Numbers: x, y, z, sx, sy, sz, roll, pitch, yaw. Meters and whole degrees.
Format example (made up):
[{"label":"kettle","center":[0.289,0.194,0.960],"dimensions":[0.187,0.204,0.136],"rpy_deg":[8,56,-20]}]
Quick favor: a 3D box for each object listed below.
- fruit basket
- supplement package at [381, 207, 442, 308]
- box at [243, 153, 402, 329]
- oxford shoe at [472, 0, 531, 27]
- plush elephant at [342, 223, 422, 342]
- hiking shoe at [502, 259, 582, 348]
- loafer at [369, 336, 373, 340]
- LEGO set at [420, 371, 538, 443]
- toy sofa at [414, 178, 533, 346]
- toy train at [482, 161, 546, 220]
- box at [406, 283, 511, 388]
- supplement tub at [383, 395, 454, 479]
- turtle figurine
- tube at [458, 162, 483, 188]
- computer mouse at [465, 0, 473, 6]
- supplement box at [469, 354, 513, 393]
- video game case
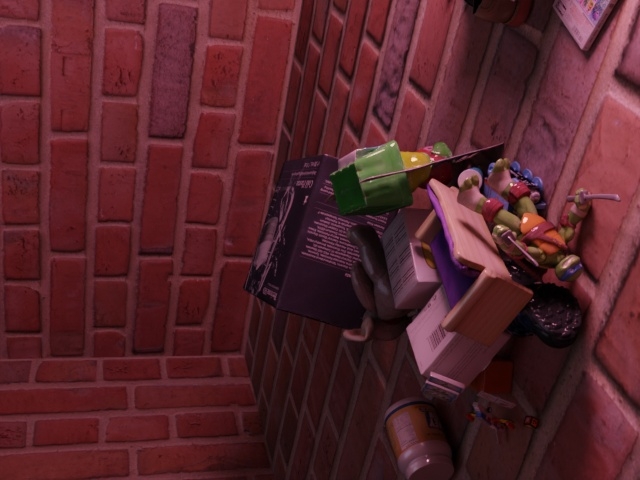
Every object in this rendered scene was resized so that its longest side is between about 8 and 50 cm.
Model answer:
[{"label":"fruit basket","center":[0.210,-0.174,1.804],"dimensions":[0.165,0.353,0.327],"rpy_deg":[68,163,-2]},{"label":"supplement package","center":[0.277,0.046,1.820],"dimensions":[0.149,0.194,0.203],"rpy_deg":[120,147,-55]},{"label":"box","center":[0.000,0.000,2.370],"dimensions":[0.480,0.298,0.471],"rpy_deg":[-171,97,-72]},{"label":"oxford shoe","center":[0.383,-0.647,1.655],"dimensions":[0.123,0.130,0.348],"rpy_deg":[135,134,-67]},{"label":"plush elephant","center":[0.185,0.153,1.974],"dimensions":[0.255,0.272,0.329],"rpy_deg":[125,140,-53]},{"label":"hiking shoe","center":[0.432,0.147,1.496],"dimensions":[0.304,0.113,0.132],"rpy_deg":[-105,14,-67]},{"label":"loafer","center":[0.118,0.230,2.471],"dimensions":[0.268,0.102,0.092],"rpy_deg":[-108,32,-45]},{"label":"LEGO set","center":[0.334,0.365,1.601],"dimensions":[0.182,0.244,0.060],"rpy_deg":[91,-159,-67]},{"label":"toy sofa","center":[0.283,0.034,1.542],"dimensions":[0.150,0.177,0.362],"rpy_deg":[-57,19,25]},{"label":"toy train","center":[0.414,-0.102,1.601],"dimensions":[0.184,0.080,0.105],"rpy_deg":[-120,29,-61]},{"label":"box","center":[0.303,0.205,1.664],"dimensions":[0.181,0.119,0.182],"rpy_deg":[-55,20,21]},{"label":"supplement tub","center":[0.255,0.522,1.929],"dimensions":[0.199,0.144,0.144],"rpy_deg":[-108,26,-46]},{"label":"turtle figurine","center":[0.399,-0.060,1.396],"dimensions":[0.198,0.275,0.266],"rpy_deg":[-46,60,4]},{"label":"tube","center":[0.354,-0.138,1.718],"dimensions":[0.207,0.052,0.080],"rpy_deg":[-20,-59,-72]},{"label":"computer mouse","center":[0.361,-0.659,1.826],"dimensions":[0.272,0.072,0.188],"rpy_deg":[-106,25,-44]},{"label":"supplement box","center":[0.355,0.292,1.745],"dimensions":[0.233,0.078,0.080],"rpy_deg":[-171,83,-72]},{"label":"video game case","center":[0.509,-0.467,1.424],"dimensions":[0.143,0.019,0.157],"rpy_deg":[110,156,-45]}]
